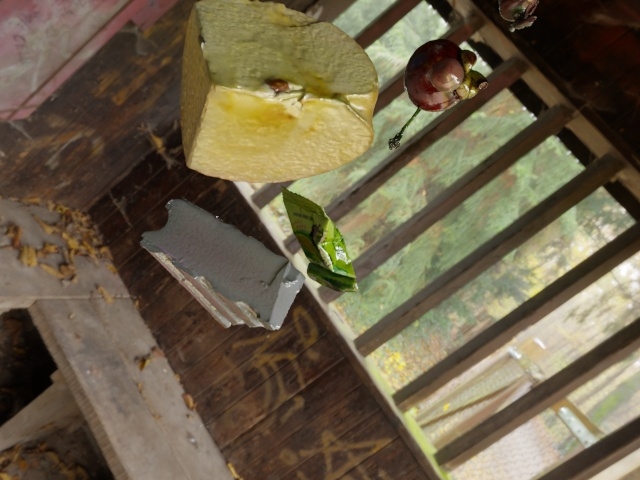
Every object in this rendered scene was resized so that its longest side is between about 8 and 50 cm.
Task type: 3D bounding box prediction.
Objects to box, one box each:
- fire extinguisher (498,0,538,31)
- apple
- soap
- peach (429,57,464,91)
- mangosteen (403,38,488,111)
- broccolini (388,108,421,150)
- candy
[{"bbox_3d":[0.587,-0.758,1.451,0.147,0.107,0.336,112,-20,-70],"label":"fire extinguisher"},{"bbox_3d":[-0.069,-0.245,0.844,0.309,0.314,0.252,-2,16,-29],"label":"apple"},{"bbox_3d":[-0.210,0.046,1.073,0.258,0.159,0.302,-3,-46,52],"label":"soap"},{"bbox_3d":[0.310,-0.408,1.211,0.083,0.083,0.083,49,10,-12],"label":"peach"},{"bbox_3d":[0.379,-0.489,1.482,0.257,0.215,0.215,27,-8,39],"label":"mangosteen"},{"bbox_3d":[0.295,-0.392,1.700,0.044,0.218,0.042,16,-32,36],"label":"broccolini"},{"bbox_3d":[0.000,0.000,1.036,0.149,0.069,0.246,19,-36,42],"label":"candy"}]
